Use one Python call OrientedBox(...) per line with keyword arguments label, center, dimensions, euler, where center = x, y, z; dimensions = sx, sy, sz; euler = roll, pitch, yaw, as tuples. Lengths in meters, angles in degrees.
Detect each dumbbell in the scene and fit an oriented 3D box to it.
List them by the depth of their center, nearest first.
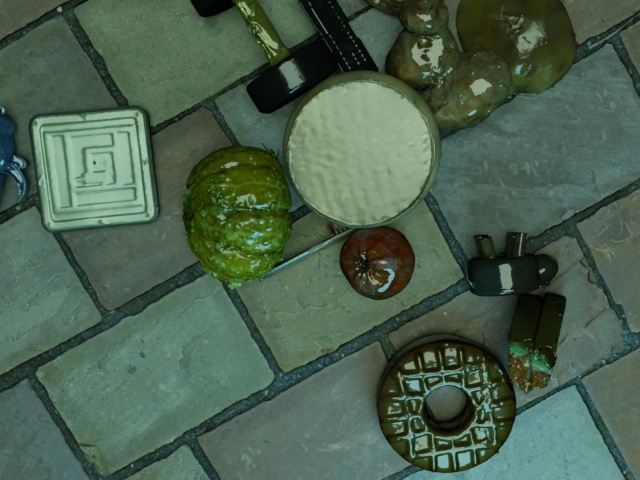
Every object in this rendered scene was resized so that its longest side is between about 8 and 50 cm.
OrientedBox(label="dumbbell", center=(-0.124, -0.453, 1.738), dimensions=(0.204, 0.204, 0.322), euler=(-31, 96, 2))

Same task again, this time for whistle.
OrientedBox(label="whistle", center=(-0.739, -0.171, 1.818), dimensions=(0.180, 0.093, 0.269), euler=(15, 102, -2))

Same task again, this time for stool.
OrientedBox(label="stool", center=(0.425, 0.051, 1.844), dimensions=(0.228, 0.153, 0.139), euler=(-8, 94, -43))

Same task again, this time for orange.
OrientedBox(label="orange", center=(-0.188, -0.056, 1.741), dimensions=(0.223, 0.300, 0.301), euler=(1, 130, -21))

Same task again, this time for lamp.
OrientedBox(label="lamp", center=(-0.508, -0.161, 1.838), dimensions=(0.267, 0.047, 0.269), euler=(-6, 96, -2))

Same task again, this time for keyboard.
OrientedBox(label="keyboard", center=(0.042, -0.453, 1.804), dimensions=(0.106, 0.016, 0.262), euler=(-37, 98, -41))

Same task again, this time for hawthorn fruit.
OrientedBox(label="hawthorn fruit", center=(0.134, 0.046, 1.821), dimensions=(0.173, 0.173, 0.172), euler=(0, 96, -1))

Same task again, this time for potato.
OrientedBox(label="potato", center=(0.439, -0.459, 1.799), dimensions=(0.239, 0.116, 0.299), euler=(-41, 94, 8))

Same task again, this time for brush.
OrientedBox(label="brush", center=(0.000, 0.000, 1.862), dimensions=(0.321, 0.060, 0.050), euler=(-28, 83, 2))

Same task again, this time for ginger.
OrientedBox(label="ginger", center=(0.254, -0.377, 1.766), dimensions=(0.304, 0.155, 0.244), euler=(44, 133, -13))

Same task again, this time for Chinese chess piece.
OrientedBox(label="Chinese chess piece", center=(0.087, -0.191, 1.733), dimensions=(0.338, 0.140, 0.338), euler=(2, 103, 7))

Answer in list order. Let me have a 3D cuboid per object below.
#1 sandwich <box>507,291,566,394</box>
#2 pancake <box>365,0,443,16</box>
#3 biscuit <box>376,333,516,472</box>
OrientedBox(label="sandwich", center=(0.478, 0.220, 1.822), dimensions=(0.109, 0.292, 0.212), euler=(14, 136, 15))
OrientedBox(label="pancake", center=(0.186, -0.617, 1.801), dimensions=(0.250, 0.031, 0.250), euler=(-1, 101, -5))
OrientedBox(label="biscuit", center=(0.289, 0.377, 1.884), dimensions=(0.332, 0.103, 0.332), euler=(0, 96, 0))
